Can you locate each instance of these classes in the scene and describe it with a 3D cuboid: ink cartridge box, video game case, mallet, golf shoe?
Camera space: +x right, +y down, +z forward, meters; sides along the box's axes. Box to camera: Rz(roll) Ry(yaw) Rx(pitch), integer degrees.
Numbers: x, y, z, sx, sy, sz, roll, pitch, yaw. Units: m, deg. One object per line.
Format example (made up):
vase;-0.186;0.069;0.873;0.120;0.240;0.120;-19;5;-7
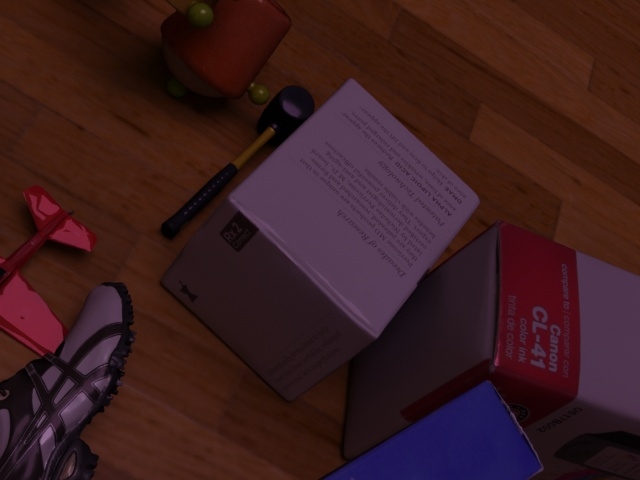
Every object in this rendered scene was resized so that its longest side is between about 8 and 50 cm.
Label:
ink cartridge box;0.204;0.129;0.804;0.306;0.226;0.131;22;54;-17
video game case;-0.046;0.192;0.543;0.270;0.244;0.061;-22;75;-37
mallet;-0.069;-0.071;0.870;0.039;0.062;0.189;44;51;-3
golf shoe;-0.190;0.104;0.689;0.094;0.077;0.198;22;54;-15

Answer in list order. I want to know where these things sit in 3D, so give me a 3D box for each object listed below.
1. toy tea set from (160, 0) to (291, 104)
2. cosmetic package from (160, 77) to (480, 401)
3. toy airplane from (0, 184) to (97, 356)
toy tea set;-0.168;-0.251;0.894;0.336;0.124;0.200;52;14;29
cosmetic package;0.000;0.000;0.811;0.151;0.151;0.183;43;51;-2
toy airplane;-0.228;0.018;0.749;0.151;0.028;0.151;14;58;-24
